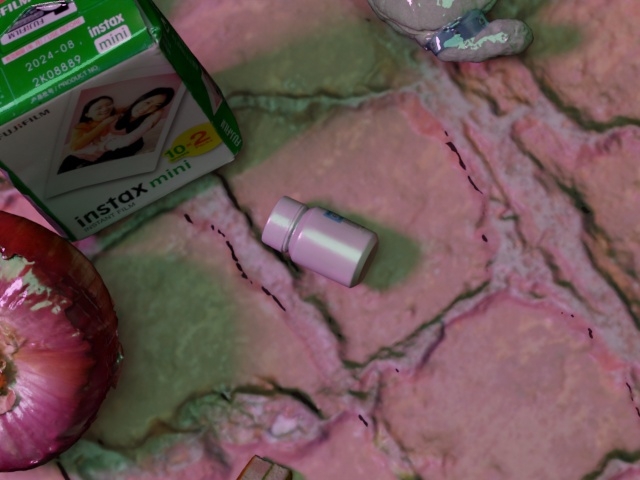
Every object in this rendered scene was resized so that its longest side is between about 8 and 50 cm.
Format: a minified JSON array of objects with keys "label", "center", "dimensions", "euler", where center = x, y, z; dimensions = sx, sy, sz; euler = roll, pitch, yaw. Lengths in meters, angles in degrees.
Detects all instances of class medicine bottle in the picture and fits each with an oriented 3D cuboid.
[{"label":"medicine bottle","center":[0.000,0.000,1.575],"dimensions":[0.089,0.052,0.052],"euler":[25,84,9]}]

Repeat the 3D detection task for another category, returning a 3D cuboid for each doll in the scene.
[{"label":"doll","center":[0.088,-0.224,1.591],"dimensions":[0.103,0.071,0.214],"euler":[-45,76,-4]}]

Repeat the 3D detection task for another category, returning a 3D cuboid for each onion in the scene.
[{"label":"onion","center":[-0.265,0.071,1.547],"dimensions":[0.230,0.163,0.230],"euler":[3,113,6]}]

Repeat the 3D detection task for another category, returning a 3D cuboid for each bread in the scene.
[{"label":"bread","center":[-0.062,0.231,1.546],"dimensions":[0.043,0.109,0.062],"euler":[21,127,13]}]

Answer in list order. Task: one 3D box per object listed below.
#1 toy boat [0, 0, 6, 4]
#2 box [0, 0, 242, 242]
[{"label":"toy boat","center":[-0.227,-0.204,1.614],"dimensions":[0.141,0.099,0.318],"euler":[27,85,-18]},{"label":"box","center":[-0.180,-0.110,1.513],"dimensions":[0.180,0.250,0.103],"euler":[-28,64,3]}]
